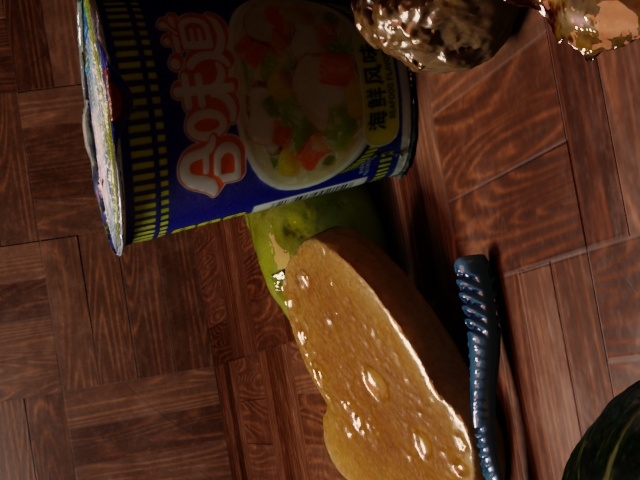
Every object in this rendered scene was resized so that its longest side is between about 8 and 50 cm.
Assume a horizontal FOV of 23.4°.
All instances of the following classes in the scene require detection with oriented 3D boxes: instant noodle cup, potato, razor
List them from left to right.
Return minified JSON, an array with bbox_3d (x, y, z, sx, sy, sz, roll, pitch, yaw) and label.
[{"bbox_3d":[-0.076,-0.140,1.581,0.284,0.312,0.284,172,90,-77],"label":"instant noodle cup"},{"bbox_3d":[0.000,0.000,1.746,0.186,0.148,0.253,52,-163,-74],"label":"potato"},{"bbox_3d":[0.152,0.138,1.362,0.082,0.042,0.253,160,102,-78],"label":"razor"}]

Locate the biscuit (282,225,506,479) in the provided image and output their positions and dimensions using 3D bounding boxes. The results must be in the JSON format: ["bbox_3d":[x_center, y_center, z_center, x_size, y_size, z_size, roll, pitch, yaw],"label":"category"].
[{"bbox_3d":[0.070,0.155,1.557,0.344,0.057,0.287,53,149,30],"label":"biscuit"}]

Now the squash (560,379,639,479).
[{"bbox_3d":[0.207,0.187,0.791,0.252,0.165,0.252,-169,90,-79],"label":"squash"}]

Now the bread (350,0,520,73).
[{"bbox_3d":[0.080,-0.247,1.235,0.230,0.123,0.230,174,90,-77],"label":"bread"}]

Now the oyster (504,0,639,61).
[{"bbox_3d":[0.145,-0.251,0.877,0.221,0.096,0.361,27,150,20],"label":"oyster"}]
